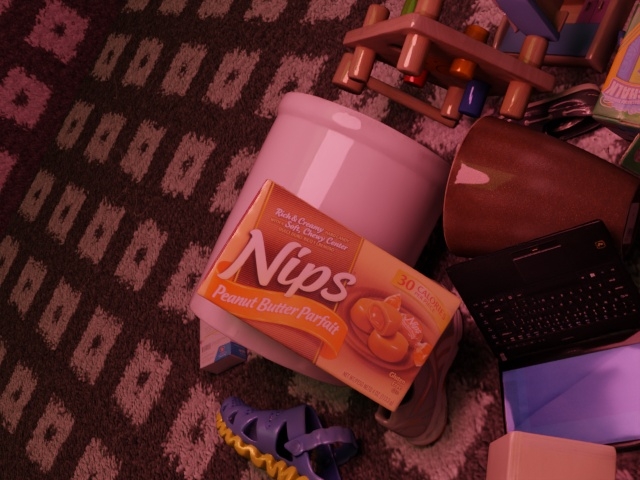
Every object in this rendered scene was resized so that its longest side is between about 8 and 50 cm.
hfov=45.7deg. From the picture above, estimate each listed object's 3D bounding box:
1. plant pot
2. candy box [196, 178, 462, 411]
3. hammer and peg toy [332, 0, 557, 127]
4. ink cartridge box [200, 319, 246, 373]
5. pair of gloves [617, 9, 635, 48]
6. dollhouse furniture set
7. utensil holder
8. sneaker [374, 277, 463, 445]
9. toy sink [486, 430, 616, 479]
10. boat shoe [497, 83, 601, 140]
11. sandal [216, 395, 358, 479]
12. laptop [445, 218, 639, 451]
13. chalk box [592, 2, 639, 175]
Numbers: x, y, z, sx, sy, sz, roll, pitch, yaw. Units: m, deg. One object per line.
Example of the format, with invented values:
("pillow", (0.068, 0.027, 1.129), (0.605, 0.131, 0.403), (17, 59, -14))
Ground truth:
("plant pot", (0.326, -0.053, 1.077), (0.231, 0.215, 0.215), (16, 80, 31))
("candy box", (0.012, 0.074, 1.055), (0.182, 0.317, 0.087), (-58, 3, -2))
("hammer and peg toy", (0.177, -0.284, 1.217), (0.361, 0.266, 0.127), (22, 94, 69))
("ink cartridge box", (-0.198, 0.196, 1.538), (0.089, 0.052, 0.122), (-28, 52, 30))
("pair of gloves", (0.537, -0.300, 1.120), (0.198, 0.023, 0.159), (-8, 65, 43))
("dollhouse furniture set", (0.337, -0.443, 1.182), (0.198, 0.303, 0.286), (20, 83, 47))
("utensil holder", (0.000, 0.000, 1.253), (0.328, 0.328, 0.385), (26, 88, 48))
("sneaker", (0.145, 0.174, 1.167), (0.099, 0.121, 0.262), (-12, 61, 39))
("toy sink", (0.266, 0.358, 0.896), (0.131, 0.152, 0.234), (8, 70, 6))
("boat shoe", (0.347, -0.175, 1.197), (0.206, 0.075, 0.064), (-24, 50, 28))
("sandal", (-0.049, 0.335, 1.278), (0.317, 0.126, 0.138), (23, 82, 40))
("laptop", (0.309, 0.142, 1.011), (0.234, 0.264, 0.136), (-21, 19, 35))
("chalk box", (0.472, -0.191, 1.028), (0.132, 0.132, 0.212), (26, 98, 46))
